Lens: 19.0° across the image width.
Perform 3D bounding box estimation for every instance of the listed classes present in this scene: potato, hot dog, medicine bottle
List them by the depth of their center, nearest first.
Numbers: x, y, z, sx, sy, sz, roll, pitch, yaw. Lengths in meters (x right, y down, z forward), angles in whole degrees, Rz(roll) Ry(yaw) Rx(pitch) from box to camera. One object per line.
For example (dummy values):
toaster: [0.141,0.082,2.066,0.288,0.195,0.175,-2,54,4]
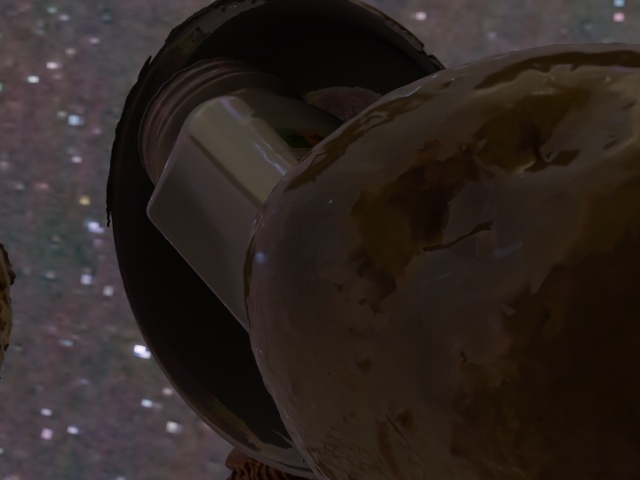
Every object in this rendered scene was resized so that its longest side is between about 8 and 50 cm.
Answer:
potato: [0.097,0.031,0.653,0.242,0.285,0.242,-15,-68,-44]
medicine bottle: [0.000,0.000,1.204,0.179,0.324,0.124,8,-64,-38]
hot dog: [-0.022,0.203,1.706,0.055,0.188,0.072,-19,-91,-50]

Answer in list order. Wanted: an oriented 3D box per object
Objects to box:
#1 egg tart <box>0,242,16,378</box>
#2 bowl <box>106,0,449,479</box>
egg tart: [-0.339,0.006,1.355,0.297,0.132,0.297,43,-156,-24]
bowl: [0.027,-0.014,1.356,0.157,0.345,0.345,-16,-74,-51]
